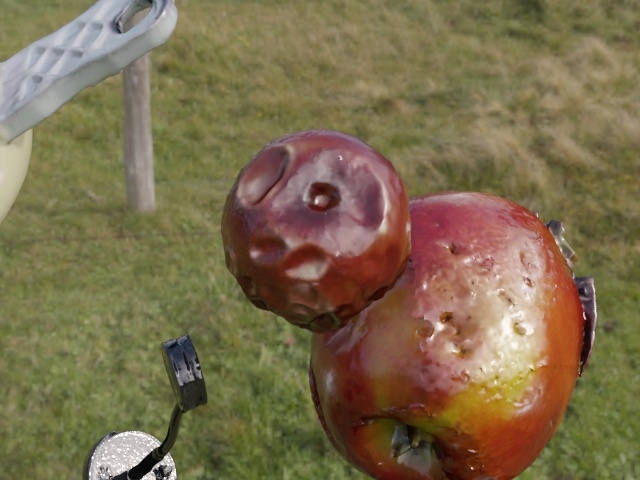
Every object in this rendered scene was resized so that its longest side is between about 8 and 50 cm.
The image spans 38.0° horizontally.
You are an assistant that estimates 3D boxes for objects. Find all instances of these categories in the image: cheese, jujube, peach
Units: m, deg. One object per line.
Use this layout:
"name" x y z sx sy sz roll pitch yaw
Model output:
"cheese" -0.180 -0.059 0.447 0.249 0.071 0.163 -41 42 2
"jujube" 0.000 0.000 0.772 0.155 0.155 0.230 4 -12 7
"peach" 0.174 0.116 1.245 0.339 0.353 0.417 -6 36 35

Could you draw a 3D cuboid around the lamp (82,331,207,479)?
"lamp" -0.183 0.207 0.930 0.108 0.130 0.371 -13 -18 -19
